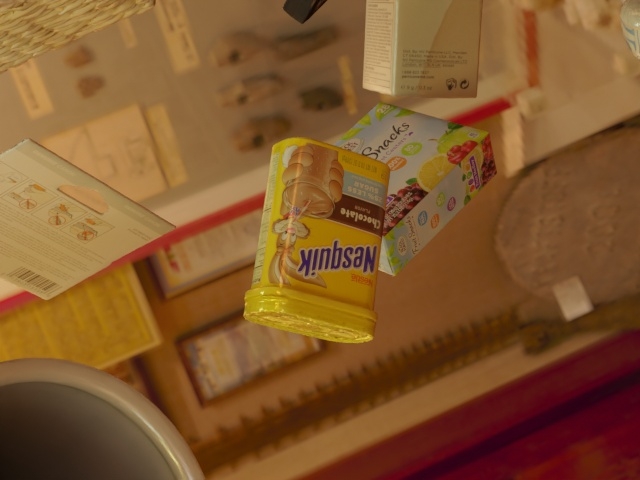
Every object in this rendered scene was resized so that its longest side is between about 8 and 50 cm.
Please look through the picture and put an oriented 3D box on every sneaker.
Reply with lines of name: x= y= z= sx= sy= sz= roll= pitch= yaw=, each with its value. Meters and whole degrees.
sneaker: x=0.415 y=-0.302 z=1.499 sx=0.085 sy=0.237 sz=0.086 roll=9 pitch=141 yaw=29

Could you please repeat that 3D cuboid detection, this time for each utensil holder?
utensil holder: x=-0.336 y=0.334 z=1.222 sx=0.385 sy=0.327 sz=0.328 roll=-35 pitch=75 yaw=43

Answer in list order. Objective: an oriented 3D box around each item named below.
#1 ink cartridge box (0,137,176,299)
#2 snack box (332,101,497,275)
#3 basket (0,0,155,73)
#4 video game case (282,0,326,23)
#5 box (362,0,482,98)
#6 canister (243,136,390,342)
ink cartridge box: x=-0.361 y=-0.038 z=1.590 sx=0.275 sy=0.238 sz=0.060 roll=34 pitch=-145 yaw=-48
snack box: x=0.080 y=-0.067 z=1.506 sx=0.174 sy=0.207 sz=0.070 roll=22 pitch=143 yaw=39
basket: x=-0.396 y=-0.371 z=1.417 sx=0.266 sy=0.328 sz=0.331 roll=11 pitch=-120 yaw=-73
video game case: x=0.082 y=-0.374 z=1.273 sx=0.035 sy=0.275 sz=0.248 roll=38 pitch=144 yaw=-1
box: x=0.136 y=-0.348 z=1.651 sx=0.148 sy=0.121 sz=0.311 roll=-139 pitch=51 yaw=-71
canister: x=0.000 y=0.000 z=1.180 sx=0.073 sy=0.126 sz=0.170 roll=-19 pitch=60 yaw=58
